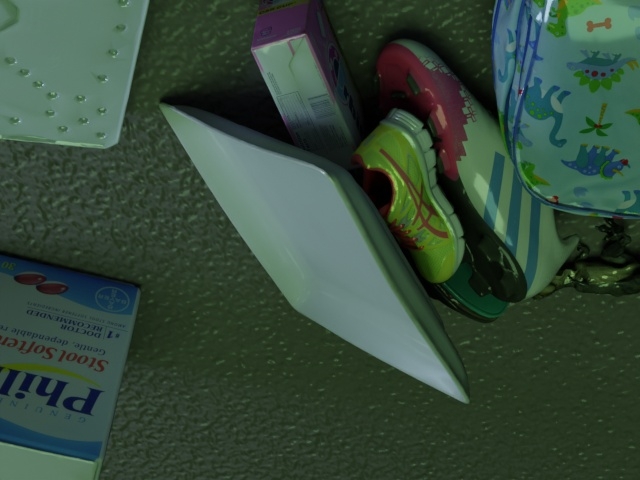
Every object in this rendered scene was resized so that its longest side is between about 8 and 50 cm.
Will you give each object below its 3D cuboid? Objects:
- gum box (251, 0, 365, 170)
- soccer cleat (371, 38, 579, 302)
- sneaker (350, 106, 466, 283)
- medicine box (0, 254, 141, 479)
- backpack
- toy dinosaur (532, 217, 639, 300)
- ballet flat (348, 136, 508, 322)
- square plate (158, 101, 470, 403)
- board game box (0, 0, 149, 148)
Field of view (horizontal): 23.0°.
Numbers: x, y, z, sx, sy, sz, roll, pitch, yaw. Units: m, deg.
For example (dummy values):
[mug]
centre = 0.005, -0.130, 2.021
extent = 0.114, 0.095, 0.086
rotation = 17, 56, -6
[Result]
[gum box]
centre = -0.007, -0.165, 1.660
extent = 0.062, 0.107, 0.188
rotation = -13, 128, 15
[soccer cleat]
centre = 0.173, -0.091, 1.724
extent = 0.116, 0.143, 0.331
rotation = 2, 125, 58
[sneaker]
centre = 0.084, -0.033, 1.669
extent = 0.081, 0.094, 0.208
rotation = 16, 136, 50
[medicine box]
centre = -0.371, 0.169, 1.854
extent = 0.263, 0.289, 0.149
rotation = 14, 130, -7
[backpack]
centre = 0.295, -0.195, 1.544
extent = 0.290, 0.273, 0.355
rotation = 7, 143, -10
[toy dinosaur]
centre = 0.366, 0.033, 1.831
extent = 0.268, 0.064, 0.118
rotation = 4, 145, 1
[ballet flat]
centre = 0.103, -0.011, 1.798
extent = 0.280, 0.095, 0.096
rotation = 48, 147, -18
[square plate]
centre = 0.000, 0.000, 1.715
extent = 0.049, 0.344, 0.347
rotation = -43, 125, -16
[board game box]
centre = -0.371, -0.248, 1.569
extent = 0.390, 0.050, 0.390
rotation = 6, 143, -13
